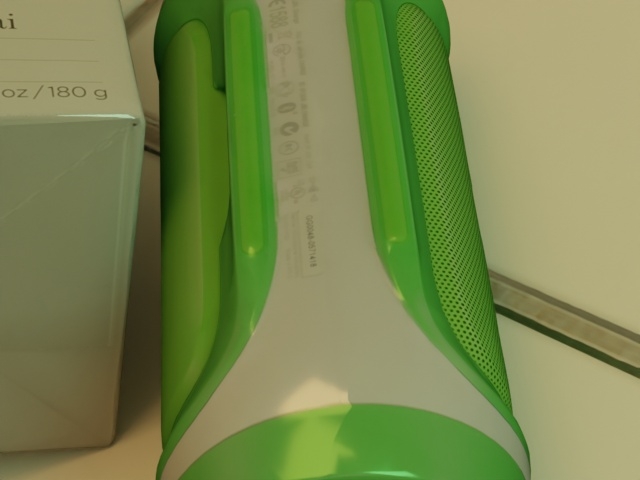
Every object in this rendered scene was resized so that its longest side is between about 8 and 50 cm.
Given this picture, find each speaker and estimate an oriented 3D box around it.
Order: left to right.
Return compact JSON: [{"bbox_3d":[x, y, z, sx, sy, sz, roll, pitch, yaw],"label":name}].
[{"bbox_3d":[0.000,0.000,0.660,0.131,0.131,0.296,-15,45,10],"label":"speaker"}]

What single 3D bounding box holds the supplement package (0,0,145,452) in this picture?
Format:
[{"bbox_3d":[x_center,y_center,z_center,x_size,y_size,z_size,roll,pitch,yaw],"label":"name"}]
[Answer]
[{"bbox_3d":[-0.181,-0.075,0.738,0.177,0.175,0.293,-2,43,-14],"label":"supplement package"}]
